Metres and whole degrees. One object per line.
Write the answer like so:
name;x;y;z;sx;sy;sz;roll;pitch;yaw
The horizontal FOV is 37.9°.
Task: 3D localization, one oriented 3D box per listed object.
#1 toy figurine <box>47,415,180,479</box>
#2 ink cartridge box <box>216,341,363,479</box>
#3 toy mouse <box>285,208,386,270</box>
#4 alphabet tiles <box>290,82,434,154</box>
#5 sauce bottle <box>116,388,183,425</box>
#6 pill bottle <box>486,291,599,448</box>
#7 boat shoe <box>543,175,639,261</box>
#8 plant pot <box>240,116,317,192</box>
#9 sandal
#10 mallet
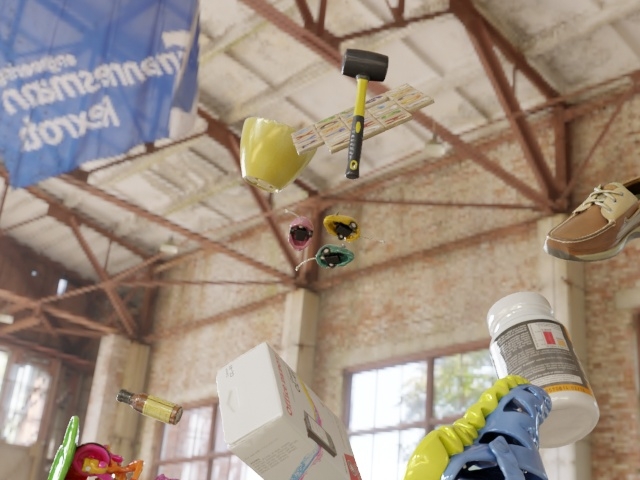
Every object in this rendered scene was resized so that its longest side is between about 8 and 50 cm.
toy figurine;-0.211;0.281;1.001;0.159;0.173;0.130;16;17;-16
ink cartridge box;-0.056;0.382;1.824;0.131;0.226;0.306;-33;-56;8
toy mouse;0.000;0.000;1.477;0.161;0.031;0.143;25;-45;-17
alphabet tiles;0.055;-0.171;1.334;0.198;0.009;0.237;-23;16;1
sauce bottle;-0.326;0.314;1.778;0.128;0.042;0.042;18;-22;16
pill bottle;0.415;0.242;1.786;0.162;0.278;0.162;-4;-45;-4
boat shoe;0.546;-0.053;1.776;0.324;0.120;0.122;-21;27;-36
plant pot;-0.084;-0.138;1.601;0.134;0.095;0.134;19;-12;4
sandal;0.218;0.269;1.139;0.138;0.317;0.126;31;-60;23
mallet;0.060;-0.165;1.213;0.062;0.189;0.039;2;-23;-6
